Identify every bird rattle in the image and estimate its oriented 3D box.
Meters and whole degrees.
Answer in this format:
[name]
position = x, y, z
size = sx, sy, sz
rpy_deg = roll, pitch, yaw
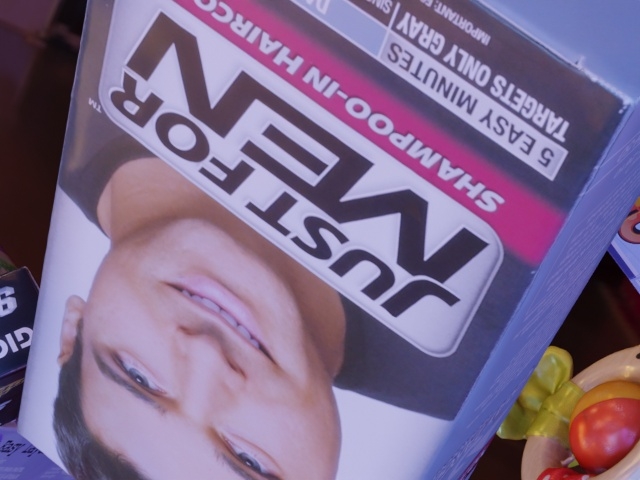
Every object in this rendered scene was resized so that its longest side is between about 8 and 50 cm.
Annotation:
[bird rattle]
position = 0.207, 0.167, 1.216
size = 0.207, 0.143, 0.253
rpy_deg = -38, 14, 29

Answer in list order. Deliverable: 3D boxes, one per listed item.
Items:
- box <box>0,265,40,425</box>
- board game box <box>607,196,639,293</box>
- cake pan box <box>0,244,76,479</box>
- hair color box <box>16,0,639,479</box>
[box]
position = -0.252, 0.098, 0.796
size = 0.220, 0.051, 0.175
rpy_deg = -24, -9, -25
[board game box]
position = 0.196, -0.032, 0.740
size = 0.136, 0.201, 0.035
rpy_deg = -21, 44, 26
[cake pan box]
position = -0.264, 0.056, 1.057
size = 0.070, 0.246, 0.267
rpy_deg = -41, -16, 5
[hair color box]
position = 0.000, 0.000, 0.602
size = 0.113, 0.185, 0.374
rpy_deg = -43, -18, -38
